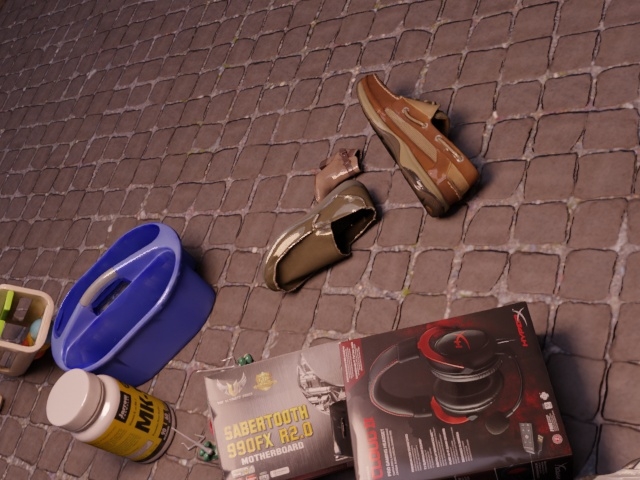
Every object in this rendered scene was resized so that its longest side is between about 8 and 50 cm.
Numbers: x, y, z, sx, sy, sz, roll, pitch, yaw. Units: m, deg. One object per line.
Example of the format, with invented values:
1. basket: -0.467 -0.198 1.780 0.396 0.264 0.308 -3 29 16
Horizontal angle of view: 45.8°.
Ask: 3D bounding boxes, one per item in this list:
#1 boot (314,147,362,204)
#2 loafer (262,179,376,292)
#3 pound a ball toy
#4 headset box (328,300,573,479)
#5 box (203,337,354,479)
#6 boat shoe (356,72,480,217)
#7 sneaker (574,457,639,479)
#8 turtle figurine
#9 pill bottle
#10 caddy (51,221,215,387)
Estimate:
1. boot: 0.036 -0.124 1.425 0.087 0.042 0.118 -13 55 28
2. loafer: 0.000 0.000 1.331 0.251 0.094 0.087 -47 41 2
3. pound a ball toy: -0.647 0.242 1.593 0.319 0.136 0.208 -38 40 57
4. headset box: 0.157 0.226 1.002 0.293 0.110 0.218 -13 53 10
5. box: -0.042 0.264 1.127 0.231 0.056 0.183 -14 64 -3
6. boat shoe: 0.171 -0.182 1.319 0.120 0.122 0.324 -33 55 8
7. sneaker: 0.341 0.316 0.876 0.211 0.080 0.081 -31 44 18
8. turtle figurine: -0.116 0.273 1.225 0.234 0.118 0.175 7 81 22
9. pill bottle: -0.363 0.306 1.322 0.119 0.208 0.119 -19 53 27
10. caddy: -0.375 0.123 1.474 0.341 0.179 0.241 -46 44 4
